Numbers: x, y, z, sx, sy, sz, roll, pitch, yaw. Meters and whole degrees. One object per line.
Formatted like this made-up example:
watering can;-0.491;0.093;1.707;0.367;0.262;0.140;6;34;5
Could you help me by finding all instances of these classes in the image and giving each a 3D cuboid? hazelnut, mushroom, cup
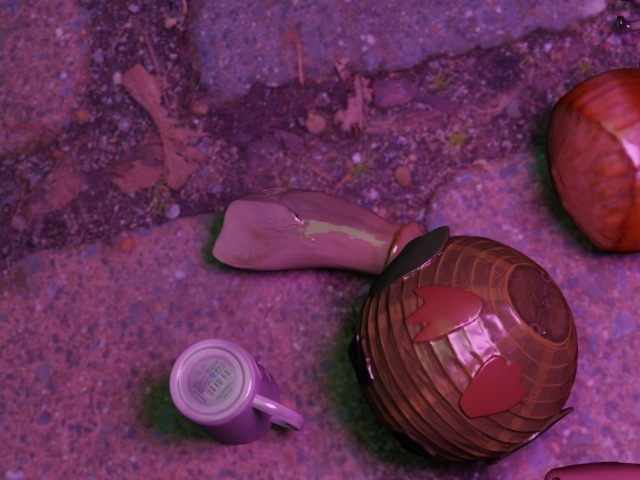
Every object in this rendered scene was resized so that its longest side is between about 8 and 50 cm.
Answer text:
hazelnut;0.352;-0.094;1.771;0.214;0.176;0.214;0;87;-7
mushroom;-0.001;-0.007;1.856;0.247;0.096;0.108;9;45;12
cup;-0.089;0.169;1.781;0.136;0.133;0.099;-7;71;10

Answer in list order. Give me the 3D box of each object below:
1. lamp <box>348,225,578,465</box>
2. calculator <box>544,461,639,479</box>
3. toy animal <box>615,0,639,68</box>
lamp;0.136;0.123;1.707;0.284;0.250;0.250;-34;58;40
calculator;0.383;0.342;1.632;0.330;0.048;0.220;6;84;15
toy animal;0.443;-0.252;1.869;0.176;0.073;0.216;-9;71;-2
